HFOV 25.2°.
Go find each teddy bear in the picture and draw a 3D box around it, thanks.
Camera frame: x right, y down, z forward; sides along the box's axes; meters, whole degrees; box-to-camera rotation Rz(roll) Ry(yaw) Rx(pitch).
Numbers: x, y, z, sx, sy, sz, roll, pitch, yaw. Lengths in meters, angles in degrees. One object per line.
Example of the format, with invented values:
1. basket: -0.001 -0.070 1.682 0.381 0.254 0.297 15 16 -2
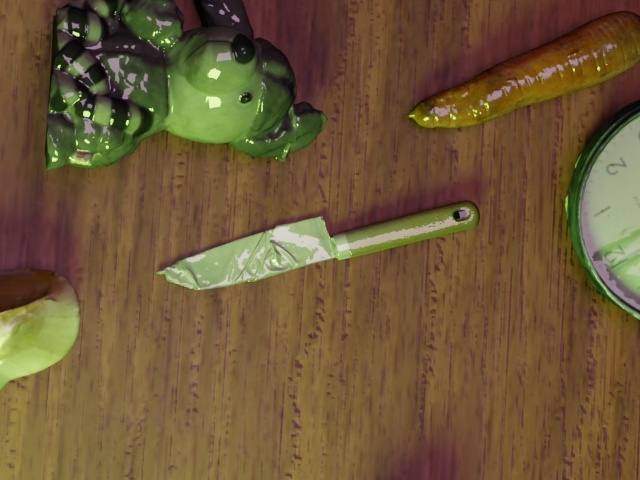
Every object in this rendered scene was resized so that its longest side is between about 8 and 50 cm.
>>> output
1. teddy bear: -0.120 -0.152 1.203 0.251 0.144 0.171 -10 75 -16

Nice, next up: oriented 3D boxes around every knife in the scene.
1. knife: 0.000 0.000 1.283 0.297 0.017 0.047 -14 88 -9

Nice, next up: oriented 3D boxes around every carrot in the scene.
1. carrot: 0.196 -0.150 1.318 0.247 0.059 0.059 -23 92 -10

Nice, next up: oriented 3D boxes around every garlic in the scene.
1. garlic: -0.282 0.075 1.177 0.174 0.099 0.124 -19 106 -14

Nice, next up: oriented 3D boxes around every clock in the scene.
1. clock: 0.340 -0.027 1.309 0.226 0.049 0.226 0 96 4
